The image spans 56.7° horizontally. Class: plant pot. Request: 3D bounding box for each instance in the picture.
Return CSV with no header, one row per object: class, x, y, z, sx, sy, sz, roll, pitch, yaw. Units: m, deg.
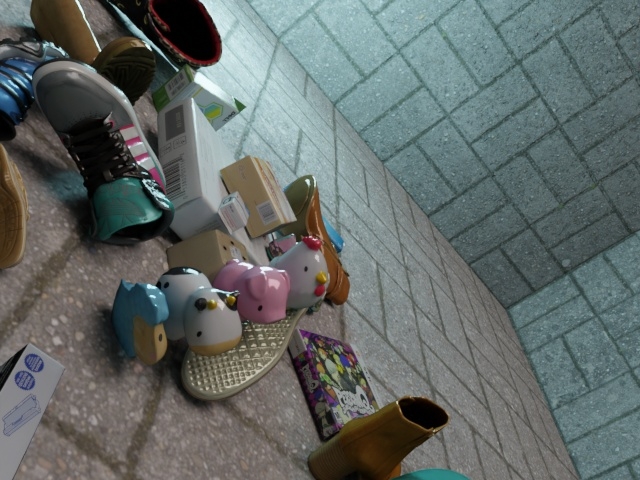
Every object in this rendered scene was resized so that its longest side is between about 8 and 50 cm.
plant pot,-0.175,0.046,0.979,0.109,0.096,0.109,33,28,-45

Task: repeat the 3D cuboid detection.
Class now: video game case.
video game case,0.041,0.287,1.164,0.232,0.042,0.210,28,31,-52

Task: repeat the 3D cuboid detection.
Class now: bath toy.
bath toy,-0.110,0.072,0.847,0.348,0.129,0.151,-13,53,-45

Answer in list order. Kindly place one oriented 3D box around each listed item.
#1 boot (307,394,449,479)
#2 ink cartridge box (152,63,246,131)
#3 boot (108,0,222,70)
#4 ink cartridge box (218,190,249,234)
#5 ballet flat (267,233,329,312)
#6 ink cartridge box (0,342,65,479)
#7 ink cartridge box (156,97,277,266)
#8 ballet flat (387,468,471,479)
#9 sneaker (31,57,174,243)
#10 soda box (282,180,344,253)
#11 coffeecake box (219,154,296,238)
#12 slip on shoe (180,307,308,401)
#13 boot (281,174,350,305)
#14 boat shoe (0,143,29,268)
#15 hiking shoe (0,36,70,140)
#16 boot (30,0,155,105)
boot,0.135,0.350,1.018,0.295,0.211,0.104,30,31,-51
ink cartridge box,-0.261,-0.297,1.342,0.209,0.109,0.062,26,34,-55
boot,-0.370,-0.529,1.315,0.377,0.138,0.284,51,-6,-28
ink cartridge box,-0.147,-0.047,1.017,0.048,0.028,0.083,62,9,-20
ballet flat,-0.029,0.069,1.237,0.221,0.079,0.077,58,12,-38
ink cartridge box,-0.286,0.187,0.477,0.046,0.097,0.207,45,21,-25
ink cartridge box,-0.187,-0.050,1.195,0.385,0.091,0.308,59,10,-46
ballet flat,0.094,0.449,0.848,0.483,0.164,0.182,20,77,-57
sneaker,-0.296,-0.093,0.832,0.295,0.123,0.178,66,1,-54
soda box,-0.032,-0.045,1.518,0.210,0.067,0.071,50,19,-12
coffeecake box,-0.118,-0.086,1.178,0.142,0.068,0.185,64,7,-1
slip on shoe,-0.110,0.153,0.948,0.123,0.101,0.331,34,31,5
boot,0.000,0.000,1.418,0.220,0.109,0.283,43,31,-43
boat shoe,-0.376,-0.041,0.710,0.059,0.063,0.170,82,-10,-71
hiking shoe,-0.437,-0.194,0.795,0.132,0.113,0.304,69,22,-8
boot,-0.383,-0.327,0.961,0.089,0.236,0.269,-14,70,-45
